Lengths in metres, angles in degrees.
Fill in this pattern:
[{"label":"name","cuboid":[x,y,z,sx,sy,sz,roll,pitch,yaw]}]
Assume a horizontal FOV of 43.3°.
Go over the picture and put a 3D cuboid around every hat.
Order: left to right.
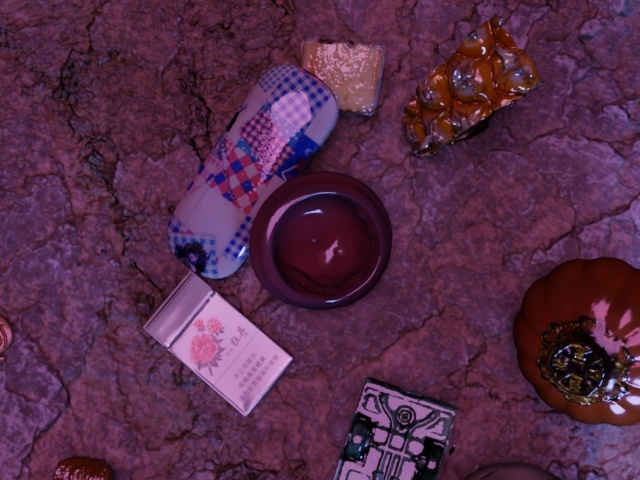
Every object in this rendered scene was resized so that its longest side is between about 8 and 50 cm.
[{"label":"hat","cuboid":[0.000,0.000,1.130,0.205,0.089,0.206,-2,100,-12]}]

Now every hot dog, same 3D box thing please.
[{"label":"hot dog","cuboid":[-0.334,0.337,1.140,0.083,0.035,0.058,11,83,6]}]

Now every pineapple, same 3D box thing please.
[{"label":"pineapple","cuboid":[0.209,-0.207,1.126,0.186,0.236,0.115,-26,83,-40]}]

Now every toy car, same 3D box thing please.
[{"label":"toy car","cuboid":[0.078,0.356,1.074,0.141,0.097,0.321,18,82,6]}]

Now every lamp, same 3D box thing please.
[{"label":"lamp","cuboid":[0.358,0.130,1.038,0.223,0.196,0.223,12,112,31]}]

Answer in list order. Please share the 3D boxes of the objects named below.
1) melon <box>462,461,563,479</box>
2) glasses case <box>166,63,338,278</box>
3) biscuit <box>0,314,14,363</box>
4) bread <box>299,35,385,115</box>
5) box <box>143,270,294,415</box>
[{"label":"melon","cuboid":[0.273,0.416,0.988,0.223,0.223,0.317,-42,78,-2]},{"label":"glasses case","cuboid":[-0.098,-0.094,1.143,0.125,0.076,0.327,35,100,3]},{"label":"biscuit","cuboid":[-0.495,0.152,1.191,0.091,0.015,0.078,-44,81,-3]},{"label":"bread","cuboid":[0.028,-0.241,1.174,0.125,0.082,0.106,10,108,6]},{"label":"box","cuboid":[-0.146,0.147,1.158,0.198,0.029,0.109,39,86,8]}]
